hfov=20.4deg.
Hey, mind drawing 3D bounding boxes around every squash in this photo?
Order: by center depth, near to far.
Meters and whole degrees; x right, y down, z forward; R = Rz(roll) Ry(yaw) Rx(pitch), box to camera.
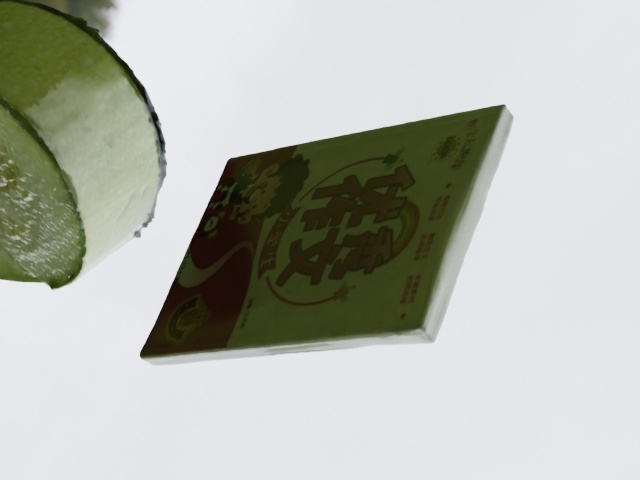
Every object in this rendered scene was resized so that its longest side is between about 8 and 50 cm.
[{"bbox_3d":[-0.229,-0.052,1.251,0.220,0.220,0.133,-28,-163,34],"label":"squash"}]

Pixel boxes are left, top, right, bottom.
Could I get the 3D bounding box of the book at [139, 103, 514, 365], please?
[{"bbox_3d":[0.000,0.000,1.077,0.232,0.022,0.162,-9,-131,43],"label":"book"}]
